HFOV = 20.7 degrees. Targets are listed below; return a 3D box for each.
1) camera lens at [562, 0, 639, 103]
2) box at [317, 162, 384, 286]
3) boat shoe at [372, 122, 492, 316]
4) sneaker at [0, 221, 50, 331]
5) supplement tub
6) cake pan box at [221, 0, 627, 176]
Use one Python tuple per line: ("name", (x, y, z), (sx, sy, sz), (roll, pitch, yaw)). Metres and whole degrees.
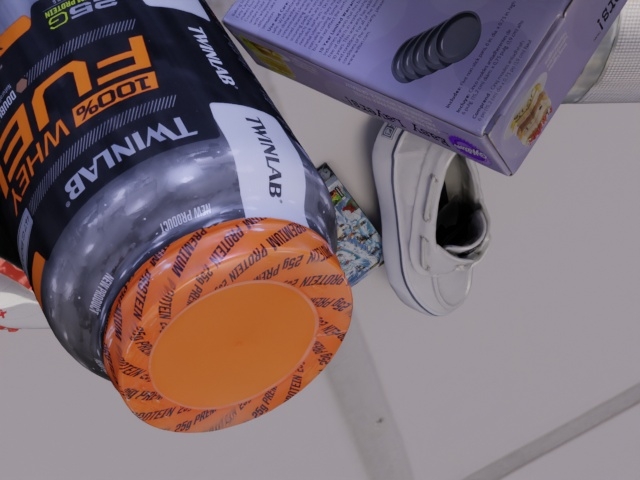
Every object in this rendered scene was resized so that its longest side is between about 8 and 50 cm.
("camera lens", (0.270, -0.216, 1.349), (0.274, 0.219, 0.219), (-2, 133, -15))
("box", (0.000, 0.000, 1.576), (0.094, 0.027, 0.137), (-36, 140, 1))
("boat shoe", (0.109, -0.008, 1.576), (0.095, 0.084, 0.258), (-49, 146, -20))
("sneaker", (-0.302, 0.045, 1.377), (0.270, 0.090, 0.145), (23, 117, -41))
("supplement tub", (-0.121, -0.043, 1.208), (0.207, 0.338, 0.207), (-18, 138, -17))
("cake pan box", (0.096, -0.204, 1.203), (0.267, 0.245, 0.070), (-58, 146, -10))
